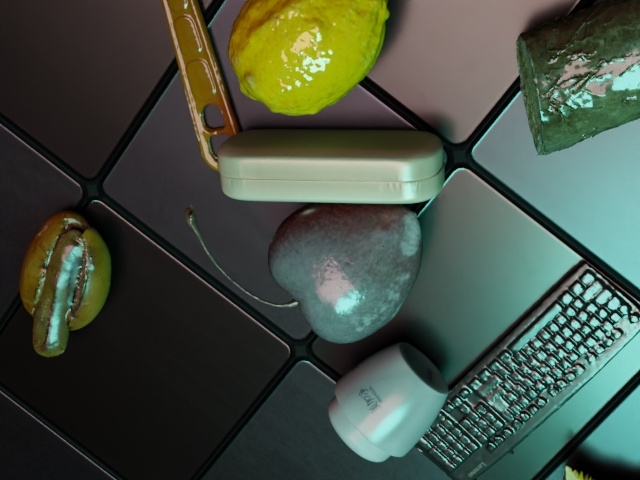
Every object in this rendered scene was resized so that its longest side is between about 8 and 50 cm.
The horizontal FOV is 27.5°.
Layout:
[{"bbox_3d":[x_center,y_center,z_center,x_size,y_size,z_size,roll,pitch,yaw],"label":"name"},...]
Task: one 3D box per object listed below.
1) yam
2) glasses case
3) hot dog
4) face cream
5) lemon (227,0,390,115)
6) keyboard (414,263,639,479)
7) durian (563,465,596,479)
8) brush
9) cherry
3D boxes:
[{"bbox_3d":[0.239,-0.141,1.032,0.183,0.107,0.107,-18,105,17],"label":"yam"},{"bbox_3d":[0.009,-0.065,1.129,0.196,0.083,0.050,2,110,16],"label":"glasses case"},{"bbox_3d":[-0.249,0.042,1.252,0.090,0.060,0.140,31,118,7],"label":"hot dog"},{"bbox_3d":[0.062,0.147,1.191,0.091,0.091,0.095,43,107,-3],"label":"face cream"},{"bbox_3d":[-0.008,-0.170,1.078,0.155,0.114,0.114,-42,95,18],"label":"lemon"},{"bbox_3d":[0.186,0.129,1.190,0.087,0.017,0.250,42,114,-2],"label":"keyboard"},{"bbox_3d":[0.272,0.309,1.159,0.132,0.182,0.165,14,107,-39],"label":"durian"},{"bbox_3d":[-0.122,-0.205,1.150,0.090,0.017,0.314,-9,108,21],"label":"brush"},{"bbox_3d":[0.004,-0.003,1.139,0.148,0.115,0.188,-35,93,43],"label":"cherry"}]
